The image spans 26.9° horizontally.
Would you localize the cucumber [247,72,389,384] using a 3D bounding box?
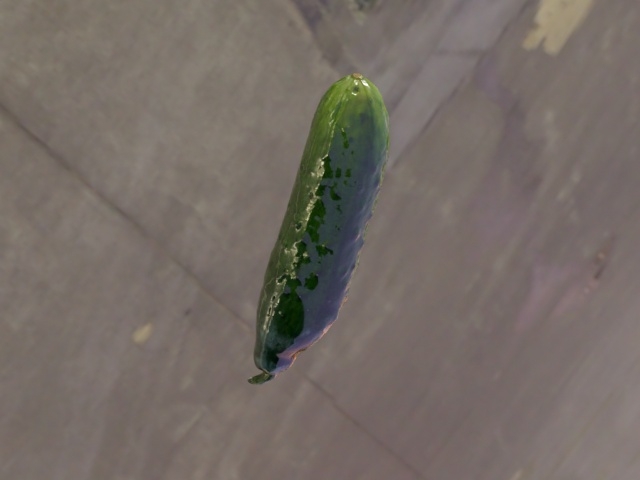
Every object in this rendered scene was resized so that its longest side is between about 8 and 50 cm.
[{"bbox_3d":[0.000,0.000,0.538,0.037,0.037,0.155,-25,142,-48],"label":"cucumber"}]
